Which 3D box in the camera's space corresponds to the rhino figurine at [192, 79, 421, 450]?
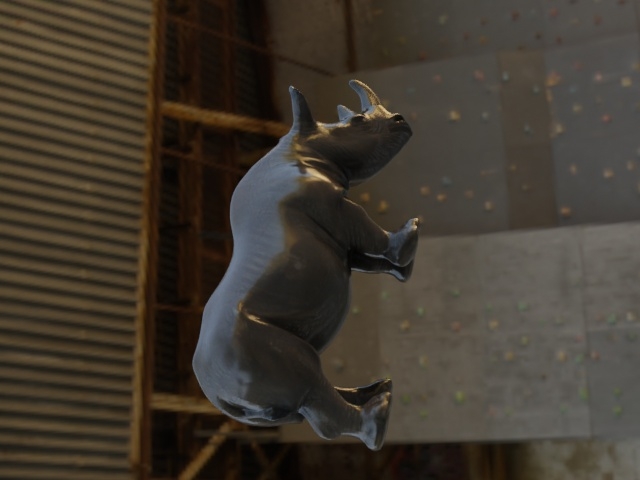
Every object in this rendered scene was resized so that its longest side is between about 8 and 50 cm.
[{"bbox_3d":[0.000,0.000,0.679,0.073,0.106,0.243,95,-174,-56],"label":"rhino figurine"}]
